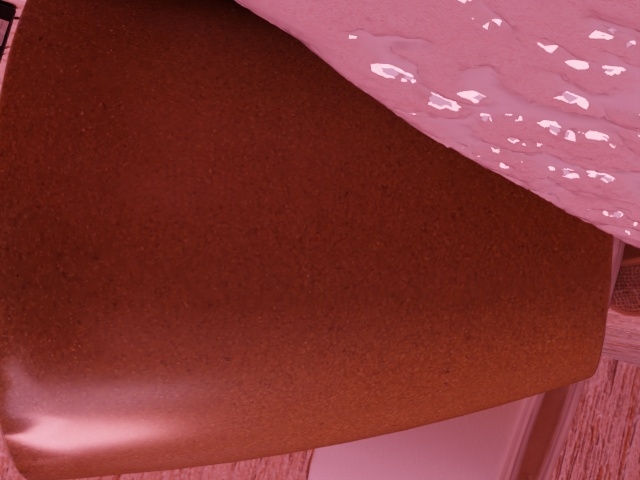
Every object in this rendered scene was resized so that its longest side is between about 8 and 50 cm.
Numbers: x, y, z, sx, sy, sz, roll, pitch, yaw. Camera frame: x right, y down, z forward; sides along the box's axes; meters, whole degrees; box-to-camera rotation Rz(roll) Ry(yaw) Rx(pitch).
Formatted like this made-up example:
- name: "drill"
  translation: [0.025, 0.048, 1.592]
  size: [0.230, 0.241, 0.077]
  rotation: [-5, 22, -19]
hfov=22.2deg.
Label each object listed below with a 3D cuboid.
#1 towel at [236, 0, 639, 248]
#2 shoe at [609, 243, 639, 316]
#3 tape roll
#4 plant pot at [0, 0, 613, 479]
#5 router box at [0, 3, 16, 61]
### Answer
- name: "towel"
  translation: [0.118, -0.045, 0.425]
  size: [0.332, 0.053, 0.317]
  rotation: [28, 170, -40]
- name: "shoe"
  translation: [0.247, 0.012, 1.010]
  size: [0.076, 0.058, 0.219]
  rotation: [53, 158, -19]
- name: "tape roll"
  translation: [0.089, 0.089, 0.954]
  size: [0.100, 0.286, 0.286]
  rotation: [19, 177, 15]
- name: "plant pot"
  translation: [0.000, 0.000, 0.746]
  size: [0.254, 0.237, 0.237]
  rotation: [4, 176, 4]
- name: "router box"
  translation: [-0.242, -0.136, 1.024]
  size: [0.092, 0.038, 0.122]
  rotation: [17, 176, -13]
